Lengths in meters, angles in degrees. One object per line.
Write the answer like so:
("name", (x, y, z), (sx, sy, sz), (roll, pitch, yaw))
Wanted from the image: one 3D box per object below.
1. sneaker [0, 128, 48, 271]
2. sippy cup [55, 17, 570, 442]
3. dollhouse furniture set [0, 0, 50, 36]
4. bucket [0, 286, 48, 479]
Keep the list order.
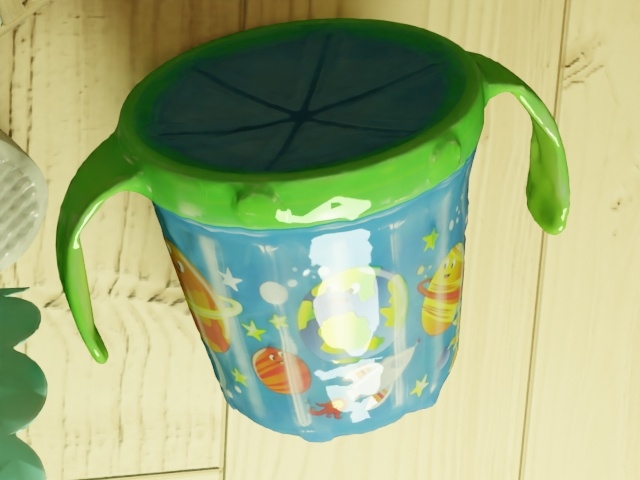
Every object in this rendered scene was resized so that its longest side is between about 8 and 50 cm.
("sneaker", (-0.320, -0.052, 1.028), (0.321, 0.127, 0.126), (9, 111, -48))
("sippy cup", (0.000, 0.000, 1.112), (0.305, 0.240, 0.224), (3, 123, 18))
("dollhouse furniture set", (-0.339, -0.254, 0.833), (0.256, 0.362, 0.394), (-37, 87, -8))
("bucket", (-0.277, 0.158, 1.025), (0.183, 0.281, 0.281), (4, 105, -18))
